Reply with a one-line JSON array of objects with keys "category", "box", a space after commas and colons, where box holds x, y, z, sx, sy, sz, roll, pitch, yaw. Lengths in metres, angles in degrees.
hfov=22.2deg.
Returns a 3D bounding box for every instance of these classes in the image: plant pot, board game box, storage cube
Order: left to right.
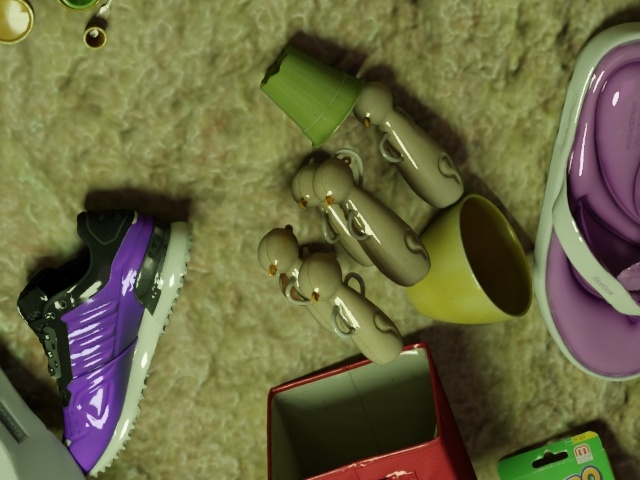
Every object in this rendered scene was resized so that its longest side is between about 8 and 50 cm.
[{"category": "plant pot", "box": [-0.013, -0.145, 1.566, 0.079, 0.083, 0.083, 36, 104, -12]}, {"category": "storage cube", "box": [0.062, 0.252, 1.695, 0.183, 0.215, 0.193, -18, 115, 7]}, {"category": "plant pot", "box": [0.141, 0.032, 1.667, 0.095, 0.134, 0.134, -25, 123, 30]}, {"category": "board game box", "box": [0.297, 0.353, 1.830, 0.124, 0.039, 0.259, -20, 84, 10]}]

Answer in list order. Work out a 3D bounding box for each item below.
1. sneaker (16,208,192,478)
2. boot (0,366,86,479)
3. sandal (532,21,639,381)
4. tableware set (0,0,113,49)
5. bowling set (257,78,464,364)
[{"category": "sneaker", "box": [-0.237, 0.095, 1.624, 0.146, 0.102, 0.293, 16, 107, -15]}, {"category": "boot", "box": [-0.330, 0.227, 1.620, 0.123, 0.095, 0.258, -36, 84, 32]}, {"category": "sandal", "box": [0.309, -0.017, 1.685, 0.169, 0.102, 0.416, -11, 118, -8]}, {"category": "tableware set", "box": [-0.264, -0.220, 1.493, 0.154, 0.024, 0.104, 20, 110, -22]}, {"category": "bowling set", "box": [0.000, 0.000, 1.584, 0.200, 0.287, 0.154, -23, 120, 37]}]
